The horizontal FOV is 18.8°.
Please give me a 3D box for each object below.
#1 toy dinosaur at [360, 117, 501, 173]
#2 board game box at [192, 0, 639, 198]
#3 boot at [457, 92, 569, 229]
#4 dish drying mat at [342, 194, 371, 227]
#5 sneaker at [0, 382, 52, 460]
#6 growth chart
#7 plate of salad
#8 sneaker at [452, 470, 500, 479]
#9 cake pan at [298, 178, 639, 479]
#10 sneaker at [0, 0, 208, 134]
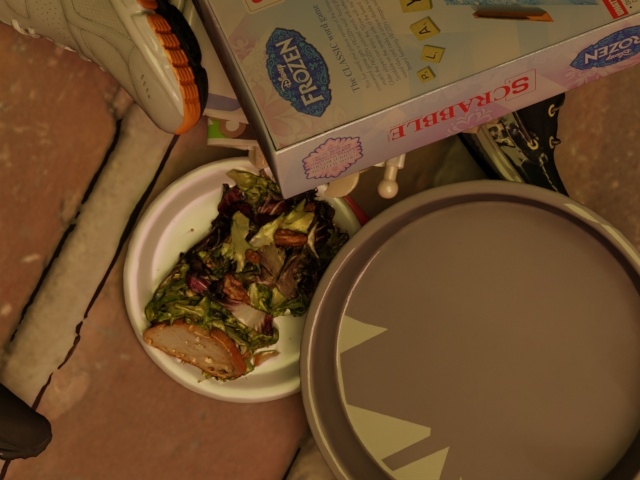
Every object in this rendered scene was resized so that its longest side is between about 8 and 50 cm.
[{"bbox_3d":[0.093,-0.115,1.487,0.092,0.053,0.183,26,95,22],"label":"toy dinosaur"},{"bbox_3d":[0.059,-0.220,1.439,0.318,0.066,0.319,-20,58,-6],"label":"board game box"},{"bbox_3d":[0.192,-0.123,1.541,0.178,0.085,0.236,-37,95,1],"label":"boot"},{"bbox_3d":[0.000,0.000,1.564,0.083,0.008,0.032,-43,98,-4],"label":"dish drying mat"},{"bbox_3d":[-0.320,0.069,1.475,0.286,0.109,0.130,33,83,-12],"label":"sneaker"},{"bbox_3d":[-0.027,-0.134,1.492,0.237,0.021,0.172,20,95,20],"label":"growth chart"},{"bbox_3d":[-0.056,0.033,1.531,0.199,0.048,0.200,-1,98,-4],"label":"plate of salad"},{"bbox_3d":[0.204,0.197,1.586,0.212,0.080,0.094,14,73,-8],"label":"sneaker"},{"bbox_3d":[0.131,0.098,1.494,0.293,0.054,0.293,1,95,10],"label":"cake pan"},{"bbox_3d":[-0.189,-0.179,1.480,0.121,0.099,0.262,-35,83,13],"label":"sneaker"}]
